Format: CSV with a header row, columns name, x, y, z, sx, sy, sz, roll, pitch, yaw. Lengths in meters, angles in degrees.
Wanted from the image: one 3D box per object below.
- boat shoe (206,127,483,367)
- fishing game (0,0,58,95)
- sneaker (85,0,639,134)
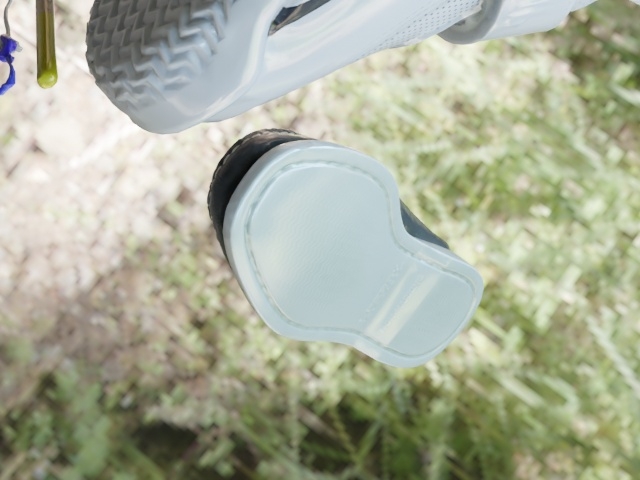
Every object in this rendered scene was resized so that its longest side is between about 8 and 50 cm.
name,x,y,z,sx,sy,sz,roll,pitch,yaw
boat shoe,0.000,0.000,1.032,0.114,0.091,0.302,-49,151,-2
fishing game,-0.202,-0.020,0.675,0.264,0.189,0.041,-35,123,20
sneaker,0.105,-0.109,0.651,0.366,0.137,0.210,-36,121,-5
